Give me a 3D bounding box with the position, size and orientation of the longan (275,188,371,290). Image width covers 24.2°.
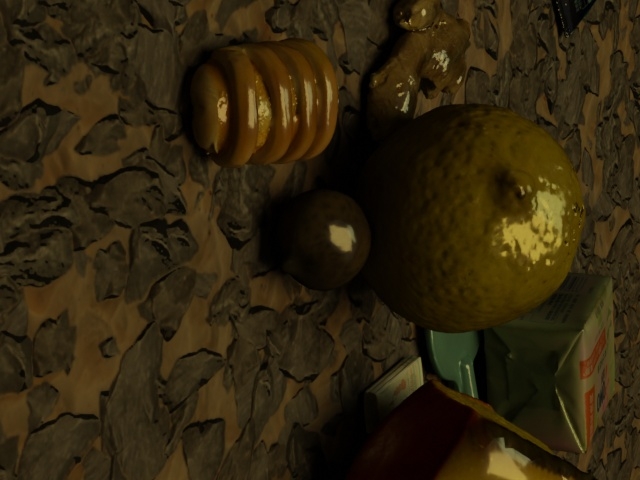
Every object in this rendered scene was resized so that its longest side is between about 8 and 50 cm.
[{"bbox_3d":[0.000,0.000,1.502,0.113,0.092,0.113,-29,130,-42],"label":"longan"}]

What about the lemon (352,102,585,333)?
[{"bbox_3d":[0.154,-0.022,1.591,0.267,0.267,0.267,-17,110,-57],"label":"lemon"}]

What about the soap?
[{"bbox_3d":[0.304,0.155,1.963,0.199,0.138,0.182,-43,133,-60],"label":"soap"}]

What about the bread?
[{"bbox_3d":[-0.049,-0.127,1.410,0.177,0.084,0.119,-17,109,-52],"label":"bread"}]

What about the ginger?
[{"bbox_3d":[0.114,-0.192,1.685,0.133,0.059,0.214,45,57,-47],"label":"ginger"}]

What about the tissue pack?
[{"bbox_3d":[0.086,0.179,1.741,0.108,0.023,0.056,-32,122,-53],"label":"tissue pack"}]

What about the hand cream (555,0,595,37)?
[{"bbox_3d":[0.396,-0.411,2.114,0.270,0.061,0.120,-52,135,-34],"label":"hand cream"}]

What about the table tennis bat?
[{"bbox_3d":[0.172,0.136,1.864,0.153,0.040,0.244,-35,121,-55],"label":"table tennis bat"}]

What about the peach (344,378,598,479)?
[{"bbox_3d":[0.143,0.330,1.665,0.306,0.242,0.380,-3,111,-36],"label":"peach"}]
